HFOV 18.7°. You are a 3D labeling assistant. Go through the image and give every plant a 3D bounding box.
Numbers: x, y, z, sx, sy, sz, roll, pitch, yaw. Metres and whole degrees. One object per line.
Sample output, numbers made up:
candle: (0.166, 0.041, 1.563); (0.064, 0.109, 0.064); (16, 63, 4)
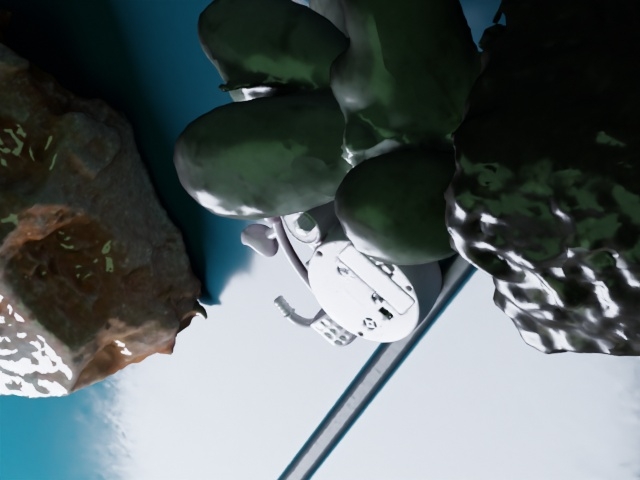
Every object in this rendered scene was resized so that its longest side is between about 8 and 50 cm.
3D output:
plant: (0.064, -0.043, 0.805); (0.274, 0.146, 0.149); (17, 136, 32)

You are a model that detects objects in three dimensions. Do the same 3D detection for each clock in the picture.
clock: (0.000, 0.000, 0.988); (0.129, 0.041, 0.087); (47, 139, -8)

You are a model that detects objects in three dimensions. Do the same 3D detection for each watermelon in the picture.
watermelon: (-0.244, -0.032, 1.097); (0.302, 0.151, 0.264); (9, 128, 38)
